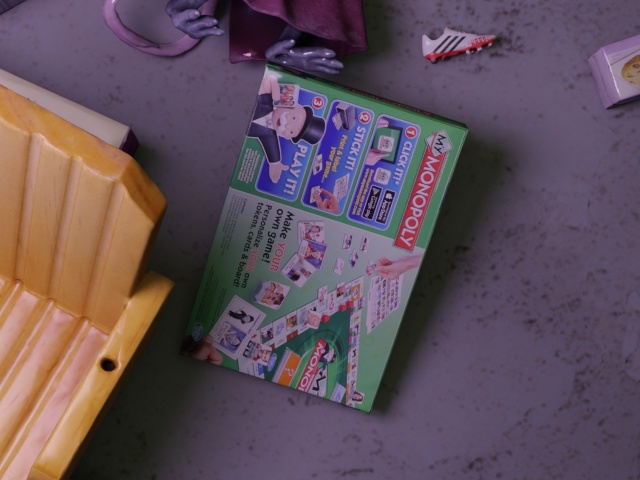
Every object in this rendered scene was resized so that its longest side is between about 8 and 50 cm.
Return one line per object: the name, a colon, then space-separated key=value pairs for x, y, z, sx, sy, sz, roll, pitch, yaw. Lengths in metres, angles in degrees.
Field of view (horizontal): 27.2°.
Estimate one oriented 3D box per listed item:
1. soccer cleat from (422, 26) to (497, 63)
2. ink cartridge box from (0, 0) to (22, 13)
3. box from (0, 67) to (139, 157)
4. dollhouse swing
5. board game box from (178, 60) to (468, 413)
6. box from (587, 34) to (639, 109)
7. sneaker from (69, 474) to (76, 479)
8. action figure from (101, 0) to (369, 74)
soccer cleat: x=0.151 y=-0.218 z=1.441 sx=0.083 sy=0.029 sz=0.035 roll=-15 pitch=91 yaw=0
ink cartridge box: x=-0.311 y=-0.337 z=1.374 sx=0.176 sy=0.128 sz=0.127 roll=-31 pitch=88 yaw=-5
box: x=-0.343 y=-0.062 z=1.357 sx=0.243 sy=0.117 sz=0.213 roll=24 pitch=85 yaw=-2
dollhouse swing: x=-0.331 y=0.046 z=1.130 sx=0.347 sy=0.305 sz=0.315 roll=29 pitch=76 yaw=-2
board game box: x=0.000 y=0.000 z=1.358 sx=0.213 sy=0.046 sz=0.317 roll=18 pitch=103 yaw=-2
box: x=0.455 y=-0.225 z=1.440 sx=0.324 sy=0.063 sz=0.067 roll=-18 pitch=87 yaw=-4
sneaker: x=-0.302 y=0.275 z=1.326 sx=0.182 sy=0.158 sz=0.410 roll=12 pitch=87 yaw=-11
action figure: x=-0.032 y=-0.358 z=1.398 sx=0.276 sy=0.248 sz=0.370 roll=-3 pitch=71 yaw=37
